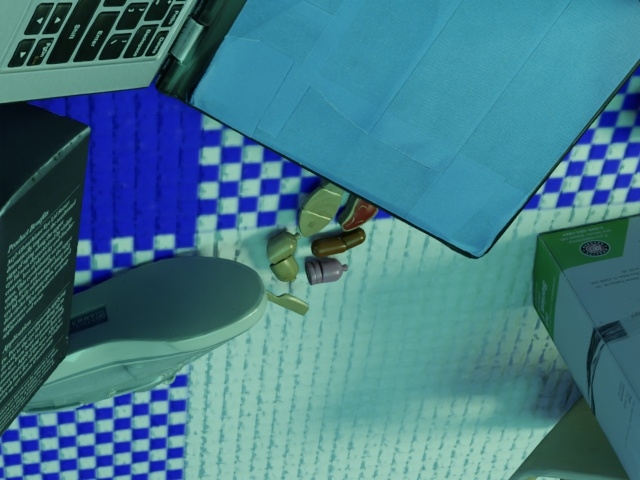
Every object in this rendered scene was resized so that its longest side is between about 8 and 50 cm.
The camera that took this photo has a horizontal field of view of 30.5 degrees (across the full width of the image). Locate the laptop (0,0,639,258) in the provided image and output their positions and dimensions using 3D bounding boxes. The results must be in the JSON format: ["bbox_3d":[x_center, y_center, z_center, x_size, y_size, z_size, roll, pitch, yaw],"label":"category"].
[{"bbox_3d":[0.028,-0.162,0.620,0.408,0.236,0.382,-19,149,-57],"label":"laptop"}]

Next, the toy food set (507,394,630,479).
[{"bbox_3d":[0.322,0.210,0.985,0.306,0.220,0.092,3,103,28],"label":"toy food set"}]

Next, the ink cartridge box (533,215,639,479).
[{"bbox_3d":[0.284,0.080,0.934,0.160,0.219,0.092,-10,132,-8],"label":"ink cartridge box"}]

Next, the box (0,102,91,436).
[{"bbox_3d":[-0.243,0.007,0.739,0.153,0.108,0.207,20,128,9],"label":"box"}]

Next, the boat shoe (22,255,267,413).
[{"bbox_3d":[-0.146,0.077,0.902,0.227,0.079,0.081,-16,142,3],"label":"boat shoe"}]

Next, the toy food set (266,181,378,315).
[{"bbox_3d":[0.000,0.000,0.913,0.078,0.019,0.122,27,110,-35],"label":"toy food set"}]
